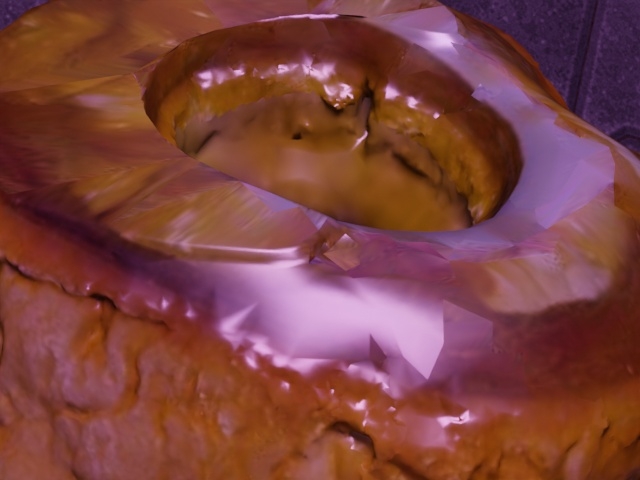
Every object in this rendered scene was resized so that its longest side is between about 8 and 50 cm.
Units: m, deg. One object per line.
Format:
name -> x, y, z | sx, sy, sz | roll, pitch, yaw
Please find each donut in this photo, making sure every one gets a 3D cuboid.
donut -> 0.000, 0.000, 0.555 | 0.330, 0.159, 0.330 | 9, 31, -6
